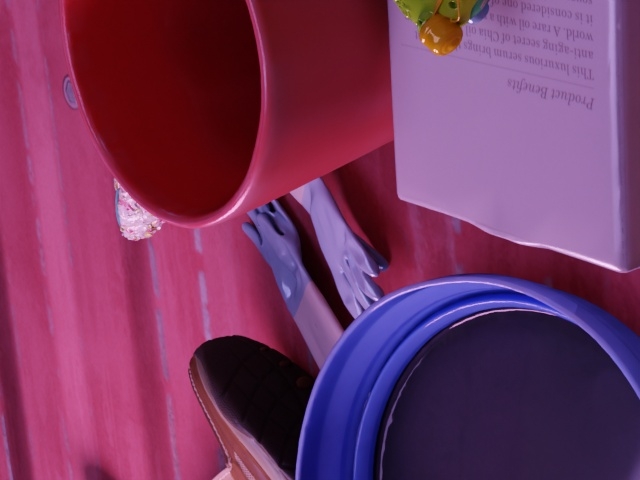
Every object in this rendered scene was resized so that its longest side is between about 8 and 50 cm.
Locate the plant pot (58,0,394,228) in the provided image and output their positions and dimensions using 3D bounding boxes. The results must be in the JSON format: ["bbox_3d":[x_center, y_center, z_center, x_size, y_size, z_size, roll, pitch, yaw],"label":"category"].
[{"bbox_3d":[-0.024,-0.162,1.492,0.275,0.243,0.275,26,123,48],"label":"plant pot"}]

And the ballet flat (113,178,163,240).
[{"bbox_3d":[-0.149,-0.091,1.901,0.077,0.091,0.241,23,129,23],"label":"ballet flat"}]

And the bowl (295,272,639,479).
[{"bbox_3d":[0.143,0.217,1.542,0.391,0.077,0.391,6,98,43],"label":"bowl"}]

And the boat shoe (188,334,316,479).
[{"bbox_3d":[-0.025,0.228,1.801,0.324,0.122,0.120,52,128,30],"label":"boat shoe"}]

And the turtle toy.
[{"bbox_3d":[0.084,-0.184,1.247,0.095,0.066,0.130,53,141,24],"label":"turtle toy"}]

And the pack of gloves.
[{"bbox_3d":[0.000,0.000,1.774,0.232,0.046,0.195,60,155,24],"label":"pack of gloves"}]

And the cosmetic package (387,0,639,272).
[{"bbox_3d":[0.169,-0.233,1.309,0.230,0.161,0.453,21,120,50],"label":"cosmetic package"}]

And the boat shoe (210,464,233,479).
[{"bbox_3d":[-0.107,0.322,1.984,0.122,0.110,0.341,54,142,27],"label":"boat shoe"}]
